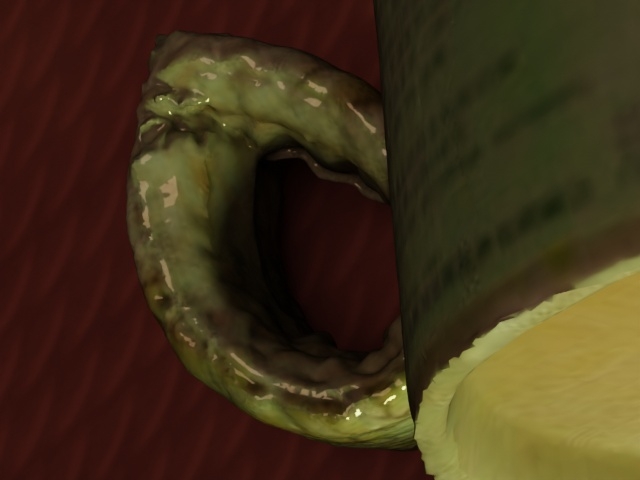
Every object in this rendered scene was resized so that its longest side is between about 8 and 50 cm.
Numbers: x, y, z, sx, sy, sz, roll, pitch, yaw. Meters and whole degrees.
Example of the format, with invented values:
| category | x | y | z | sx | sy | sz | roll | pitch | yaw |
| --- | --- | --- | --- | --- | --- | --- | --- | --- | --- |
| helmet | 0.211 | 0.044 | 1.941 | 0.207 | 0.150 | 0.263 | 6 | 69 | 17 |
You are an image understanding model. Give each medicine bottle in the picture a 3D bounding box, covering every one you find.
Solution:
| category | x | y | z | sx | sy | sz | roll | pitch | yaw |
| --- | --- | --- | --- | --- | --- | --- | --- | --- | --- |
| medicine bottle | 0.131 | -0.127 | 0.509 | 0.235 | 0.236 | 0.406 | -12 | 59 | 15 |

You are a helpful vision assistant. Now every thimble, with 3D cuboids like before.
| category | x | y | z | sx | sy | sz | roll | pitch | yaw |
| --- | --- | --- | --- | --- | --- | --- | --- | --- | --- |
| thimble | 0.000 | 0.000 | 0.621 | 0.137 | 0.143 | 0.190 | -40 | 74 | 9 |
